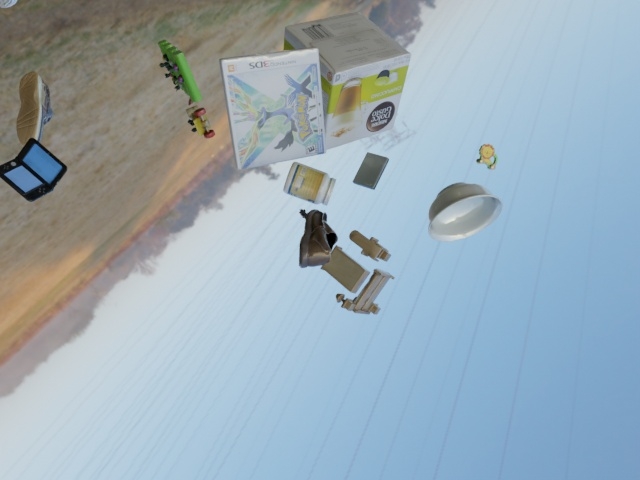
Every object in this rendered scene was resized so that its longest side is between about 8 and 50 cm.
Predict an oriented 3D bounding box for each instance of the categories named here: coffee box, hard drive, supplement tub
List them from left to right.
[{"bbox_3d":[-0.045,-0.238,2.212,0.144,0.200,0.144,-160,-90,-88],"label":"supplement tub"},{"bbox_3d":[0.079,-0.596,1.939,0.337,0.338,0.334,-22,145,-25],"label":"coffee box"},{"bbox_3d":[0.192,-0.265,1.981,0.094,0.022,0.135,21,-101,28],"label":"hard drive"}]

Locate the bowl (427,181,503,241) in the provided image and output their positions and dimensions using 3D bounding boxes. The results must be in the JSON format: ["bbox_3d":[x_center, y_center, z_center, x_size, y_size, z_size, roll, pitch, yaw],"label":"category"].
[{"bbox_3d":[0.537,-0.131,2.005,0.298,0.298,0.134,-33,-125,27],"label":"bowl"}]

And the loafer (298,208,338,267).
[{"bbox_3d":[0.000,0.000,1.943,0.130,0.134,0.366,6,-150,3],"label":"loafer"}]

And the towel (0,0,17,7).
[{"bbox_3d":[-0.577,-0.618,1.149,0.209,0.034,0.285,-3,-136,42],"label":"towel"}]

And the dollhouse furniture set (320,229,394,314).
[{"bbox_3d":[0.182,0.128,2.133,0.174,0.355,0.303,39,-80,31],"label":"dollhouse furniture set"}]

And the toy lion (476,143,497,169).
[{"bbox_3d":[0.732,-0.370,2.264,0.096,0.100,0.034,-66,-163,2],"label":"toy lion"}]

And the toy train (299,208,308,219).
[{"bbox_3d":[-0.038,-0.077,2.206,0.027,0.158,0.036,-34,159,-20],"label":"toy train"}]

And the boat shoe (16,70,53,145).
[{"bbox_3d":[-0.966,-0.439,1.770,0.103,0.285,0.092,-18,160,16],"label":"boat shoe"}]

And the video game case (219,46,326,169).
[{"bbox_3d":[-0.135,-0.401,1.582,0.300,0.329,0.036,-14,-153,-17],"label":"video game case"}]

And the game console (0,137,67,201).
[{"bbox_3d":[-0.713,-0.175,1.277,0.071,0.122,0.107,-48,-178,42],"label":"game console"}]

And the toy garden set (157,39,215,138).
[{"bbox_3d":[-0.334,-0.360,1.246,0.049,0.204,0.244,-26,-146,-12],"label":"toy garden set"}]
